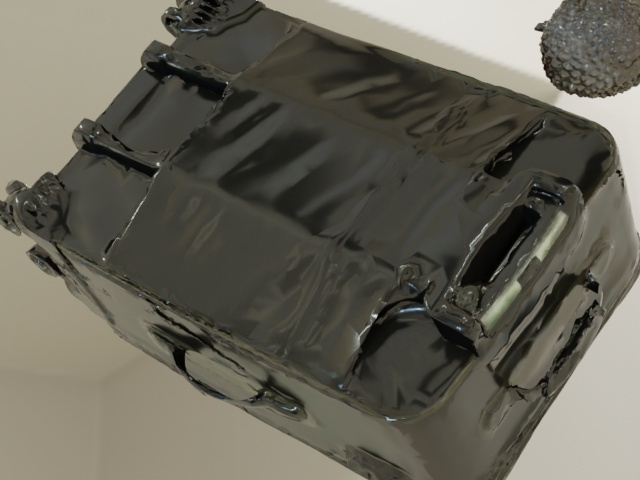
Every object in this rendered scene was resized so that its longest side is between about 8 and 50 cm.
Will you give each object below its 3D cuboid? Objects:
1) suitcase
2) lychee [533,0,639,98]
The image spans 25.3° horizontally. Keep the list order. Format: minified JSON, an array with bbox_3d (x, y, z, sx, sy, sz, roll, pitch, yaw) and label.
[{"bbox_3d":[0.000,0.000,1.016,0.434,0.283,0.194,23,-24,35],"label":"suitcase"},{"bbox_3d":[0.167,-0.119,0.856,0.083,0.068,0.067,14,-9,35],"label":"lychee"}]
